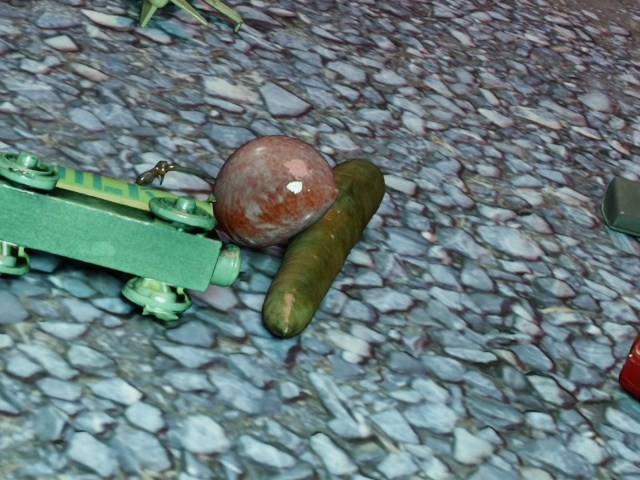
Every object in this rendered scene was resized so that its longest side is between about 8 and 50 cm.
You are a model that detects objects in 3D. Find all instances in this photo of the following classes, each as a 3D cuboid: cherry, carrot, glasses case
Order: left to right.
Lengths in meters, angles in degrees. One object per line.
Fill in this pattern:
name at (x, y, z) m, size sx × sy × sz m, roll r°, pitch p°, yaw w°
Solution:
cherry at (-0.079, -0.042, 1.558) m, size 0.226 × 0.090 × 0.107 m, roll -4°, pitch 50°, yaw 36°
carrot at (0.000, 0.001, 1.579) m, size 0.070 × 0.070 × 0.342 m, roll 23°, pitch 27°, yaw 4°
glasses case at (0.409, -0.017, 1.947) m, size 0.191 × 0.042 × 0.072 m, roll 15°, pitch 33°, yaw -14°

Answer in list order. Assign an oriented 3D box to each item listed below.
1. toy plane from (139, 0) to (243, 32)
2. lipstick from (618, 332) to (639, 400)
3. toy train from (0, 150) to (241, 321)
toy plane at (-0.200, -0.330, 2.049) m, size 0.242 × 0.104 × 0.256 m, roll 26°, pitch 28°, yaw -26°
lipstick at (0.388, 0.175, 1.523) m, size 0.280 × 0.073 × 0.073 m, roll 34°, pitch 29°, yaw 26°
toy train at (-0.193, -0.018, 1.446) m, size 0.253 × 0.105 × 0.157 m, roll 14°, pitch 13°, yaw -14°
